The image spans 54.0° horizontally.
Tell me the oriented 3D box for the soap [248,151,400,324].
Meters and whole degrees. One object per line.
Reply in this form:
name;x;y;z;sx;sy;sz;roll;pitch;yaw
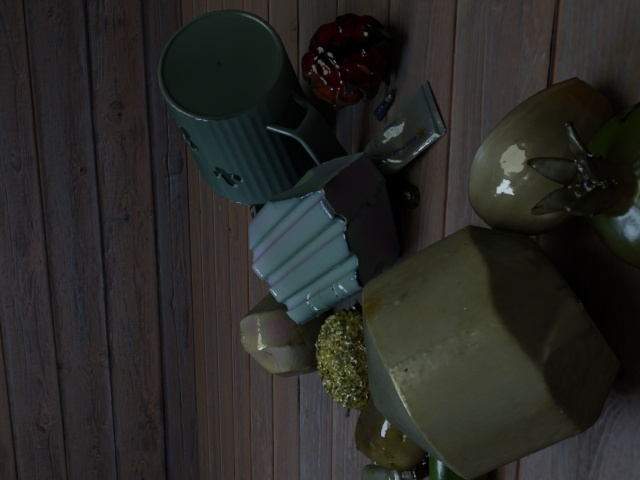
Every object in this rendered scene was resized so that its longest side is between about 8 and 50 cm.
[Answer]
soap;0.000;0.000;1.326;0.261;0.156;0.446;53;151;2

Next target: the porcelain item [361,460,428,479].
porcelain item;0.157;0.484;1.292;0.213;0.054;0.084;-47;52;54

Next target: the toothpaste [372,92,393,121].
toothpaste;0.126;-0.268;1.254;0.027;0.019;0.083;59;154;12

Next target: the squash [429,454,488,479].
squash;0.231;0.335;1.049;0.101;0.101;0.378;-167;72;-65

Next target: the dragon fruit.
dragon fruit;0.051;-0.342;1.219;0.182;0.182;0.188;-126;37;-49

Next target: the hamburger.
hamburger;0.071;0.259;1.338;0.243;0.139;0.261;-147;56;-59

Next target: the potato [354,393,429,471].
potato;0.140;0.362;1.189;0.138;0.098;0.243;-127;49;-59

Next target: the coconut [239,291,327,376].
coconut;-0.086;0.228;1.589;0.197;0.237;0.236;-39;59;56

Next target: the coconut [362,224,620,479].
coconut;0.193;0.143;0.801;0.323;0.323;0.322;175;90;-66

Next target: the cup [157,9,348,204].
cup;-0.130;-0.284;1.405;0.392;0.401;0.310;70;-158;-71

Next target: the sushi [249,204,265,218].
sushi;-0.073;-0.061;1.700;0.320;0.069;0.339;-58;42;41

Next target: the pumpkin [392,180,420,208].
pumpkin;0.158;-0.087;1.207;0.083;0.028;0.050;19;110;60

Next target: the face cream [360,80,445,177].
face cream;0.146;-0.190;1.185;0.224;0.070;0.114;-43;56;50

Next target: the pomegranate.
pomegranate;0.318;-0.055;0.619;0.181;0.224;0.181;177;90;-74

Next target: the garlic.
garlic;0.275;-0.089;0.813;0.145;0.164;0.245;38;140;9
